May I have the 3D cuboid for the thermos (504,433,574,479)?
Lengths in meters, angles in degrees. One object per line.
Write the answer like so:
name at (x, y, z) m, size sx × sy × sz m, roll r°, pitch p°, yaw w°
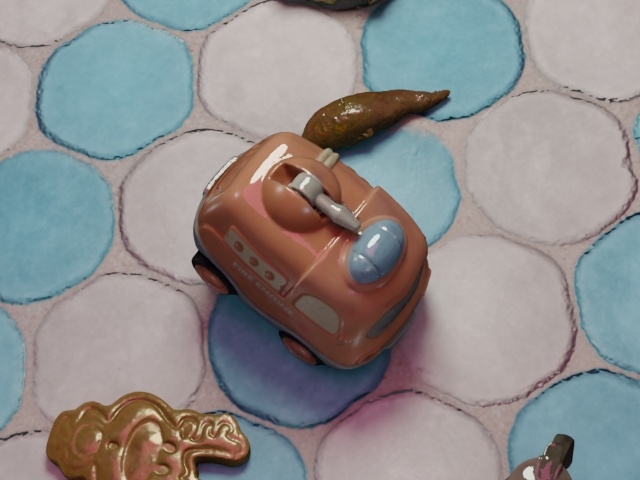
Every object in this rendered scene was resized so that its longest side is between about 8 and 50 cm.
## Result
thermos at (0.229, 0.271, 1.382) m, size 0.105 × 0.193 × 0.137 m, roll 23°, pitch 66°, yaw 18°

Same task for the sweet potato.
sweet potato at (0.064, -0.165, 1.711) m, size 0.226 × 0.068 × 0.068 m, roll -21°, pitch 62°, yaw -7°

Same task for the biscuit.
biscuit at (-0.201, 0.247, 1.532) m, size 0.236 × 0.040 × 0.144 m, roll 12°, pitch 58°, yaw 9°

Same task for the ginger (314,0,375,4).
ginger at (0.018, -0.438, 1.831) m, size 0.221 × 0.130 × 0.275 m, roll -28°, pitch 56°, yaw 1°

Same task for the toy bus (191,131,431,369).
toy bus at (0.000, 0.000, 1.515) m, size 0.288 × 0.232 × 0.194 m, roll 40°, pitch 68°, yaw 1°
